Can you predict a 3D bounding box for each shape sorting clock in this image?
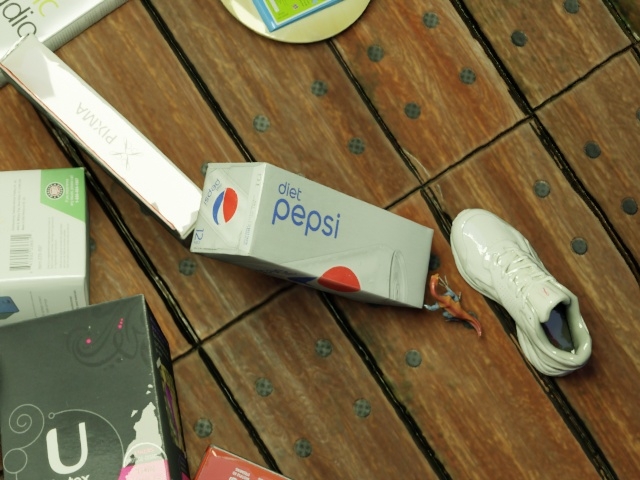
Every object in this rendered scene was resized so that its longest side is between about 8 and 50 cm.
[{"bbox_3d":[-0.033,-0.334,1.344,0.206,0.040,0.206,1,79,-6],"label":"shape sorting clock"}]

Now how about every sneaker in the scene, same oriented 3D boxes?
[{"bbox_3d":[0.243,0.052,1.291,0.090,0.115,0.232,-39,89,-10],"label":"sneaker"}]

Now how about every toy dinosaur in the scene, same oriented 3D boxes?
[{"bbox_3d":[0.151,0.068,1.294,0.090,0.082,0.047,25,84,18],"label":"toy dinosaur"}]

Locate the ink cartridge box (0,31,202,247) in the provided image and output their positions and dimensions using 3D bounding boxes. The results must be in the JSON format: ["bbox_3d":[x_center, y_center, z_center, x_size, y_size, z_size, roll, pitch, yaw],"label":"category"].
[{"bbox_3d":[-0.229,-0.112,1.189,0.275,0.239,0.060,43,83,-1],"label":"ink cartridge box"}]

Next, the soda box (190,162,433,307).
[{"bbox_3d":[0.000,0.000,1.200,0.286,0.091,0.098,20,77,-46],"label":"soda box"}]

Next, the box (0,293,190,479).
[{"bbox_3d":[-0.228,0.215,1.145,0.165,0.143,0.270,-13,63,-1],"label":"box"}]

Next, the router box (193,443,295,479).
[{"bbox_3d":[-0.030,0.428,1.224,0.335,0.082,0.301,24,80,-4],"label":"router box"}]

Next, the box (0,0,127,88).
[{"bbox_3d":[-0.347,-0.340,1.297,0.322,0.058,0.232,-38,89,-11],"label":"box"}]

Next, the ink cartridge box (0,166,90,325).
[{"bbox_3d":[-0.358,0.009,1.205,0.212,0.093,0.154,-3,54,-9],"label":"ink cartridge box"}]
